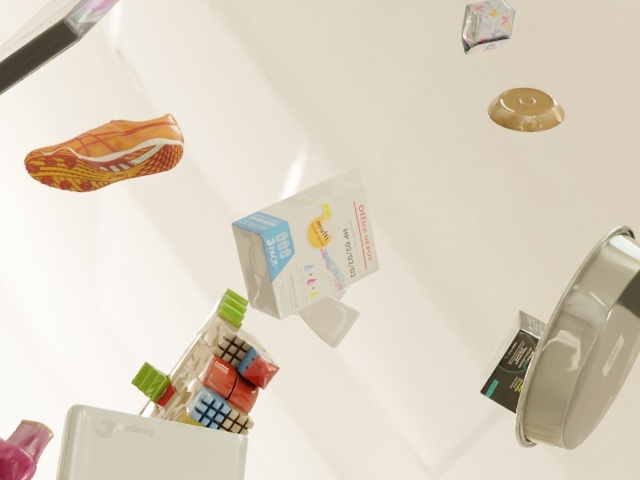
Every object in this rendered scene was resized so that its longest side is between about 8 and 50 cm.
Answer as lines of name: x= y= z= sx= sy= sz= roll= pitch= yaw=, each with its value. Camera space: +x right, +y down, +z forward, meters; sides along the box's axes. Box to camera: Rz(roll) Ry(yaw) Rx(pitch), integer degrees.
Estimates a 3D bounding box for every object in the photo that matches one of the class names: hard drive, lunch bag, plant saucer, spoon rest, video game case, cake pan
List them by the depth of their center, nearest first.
video game case: x=-0.226 y=-0.193 z=1.221 sx=0.196 sy=0.274 sz=0.026 roll=-27 pitch=-71 yaw=31
hard drive: x=-0.188 y=0.340 z=1.468 sx=0.040 sy=0.203 sz=0.307 roll=-34 pitch=-133 yaw=58
plant saucer: x=0.221 y=-0.144 z=1.503 sx=0.083 sy=0.083 sz=0.015 roll=39 pitch=-39 yaw=42
cake pan: x=0.325 y=0.125 z=1.661 sx=0.054 sy=0.293 sz=0.293 roll=26 pitch=-33 yaw=25
spoon rest: x=-0.002 y=0.057 z=1.796 sx=0.084 sy=0.137 sz=0.276 roll=34 pitch=8 yaw=-9
lunch bag: x=0.261 y=-0.329 z=2.187 sx=0.083 sy=0.071 sz=0.053 roll=98 pitch=-28 yaw=-44

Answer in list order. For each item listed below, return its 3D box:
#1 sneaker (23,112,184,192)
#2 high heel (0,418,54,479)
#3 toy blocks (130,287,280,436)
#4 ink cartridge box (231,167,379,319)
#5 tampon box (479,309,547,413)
sneaker: x=-0.237 y=-0.097 z=1.535 sx=0.064 sy=0.175 sz=0.067 roll=91 pitch=-13 yaw=-47
high heel: x=-0.485 y=0.309 z=1.969 sx=0.244 sy=0.117 sz=0.082 roll=0 pitch=-48 yaw=34
toy blocks: x=-0.202 y=0.291 z=2.396 sx=0.191 sy=0.381 sz=0.261 roll=35 pitch=1 yaw=-21
ink cartridge box: x=0.000 y=0.000 z=1.537 sx=0.061 sy=0.181 sz=0.104 roll=18 pitch=-53 yaw=49
tampon box: x=0.333 y=0.202 z=2.069 sx=0.161 sy=0.120 sz=0.101 roll=30 pitch=17 yaw=0
